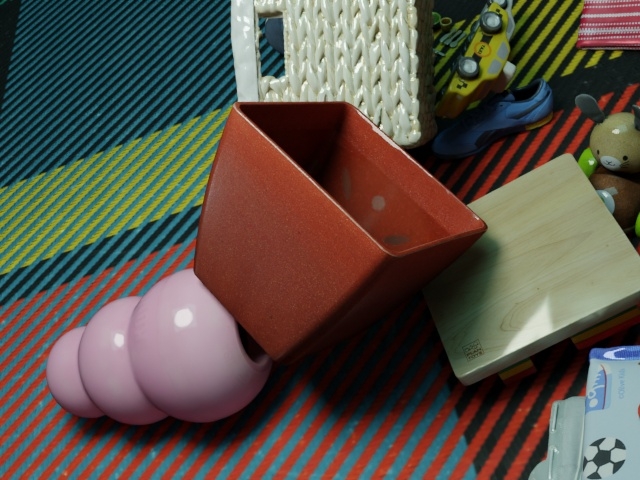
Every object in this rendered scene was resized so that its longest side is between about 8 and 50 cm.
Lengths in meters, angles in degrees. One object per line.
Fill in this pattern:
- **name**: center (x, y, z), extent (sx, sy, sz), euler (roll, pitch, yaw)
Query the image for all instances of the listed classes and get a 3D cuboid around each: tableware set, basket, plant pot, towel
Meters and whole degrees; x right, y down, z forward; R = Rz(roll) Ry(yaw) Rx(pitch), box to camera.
- **tableware set**: center (0.189, -0.368, 1.707), extent (0.104, 0.024, 0.154), euler (34, 66, 30)
- **basket**: center (0.035, -0.290, 1.418), extent (0.266, 0.328, 0.331), euler (-1, 7, 11)
- **plant pot**: center (0.000, 0.000, 1.159), extent (0.267, 0.236, 0.267), euler (44, 28, 20)
- **towel**: center (0.543, -0.451, 1.538), extent (0.199, 0.031, 0.275), euler (8, 82, 36)

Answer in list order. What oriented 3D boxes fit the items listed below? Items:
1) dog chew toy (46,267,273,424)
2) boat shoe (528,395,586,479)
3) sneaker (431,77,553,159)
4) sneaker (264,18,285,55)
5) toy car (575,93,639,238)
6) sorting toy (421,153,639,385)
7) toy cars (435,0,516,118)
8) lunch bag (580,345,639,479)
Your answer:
- **dog chew toy**: center (-0.234, 0.159, 1.266), extent (0.331, 0.207, 0.207), euler (-15, 43, 21)
- **boat shoe**: center (0.272, 0.269, 1.017), extent (0.081, 0.079, 0.227), euler (-8, 39, 31)
- **sneaker**: center (0.270, -0.200, 1.477), extent (0.209, 0.082, 0.069), euler (-22, 44, 5)
- **sneaker**: center (-0.006, -0.336, 1.699), extent (0.350, 0.131, 0.148), euler (25, 57, 40)
- **toy car**: center (0.402, -0.113, 1.249), extent (0.155, 0.188, 0.149), euler (20, 58, 38)
- **sorting toy**: center (0.269, 0.048, 1.202), extent (0.257, 0.089, 0.255), euler (-28, 42, 11)
- **toy cars**: center (0.275, -0.305, 1.512), extent (0.087, 0.176, 0.394), euler (28, 27, 0)
- **lunch bag**: center (0.444, 0.267, 0.819), extent (0.385, 0.239, 0.328), euler (-9, 42, 26)
